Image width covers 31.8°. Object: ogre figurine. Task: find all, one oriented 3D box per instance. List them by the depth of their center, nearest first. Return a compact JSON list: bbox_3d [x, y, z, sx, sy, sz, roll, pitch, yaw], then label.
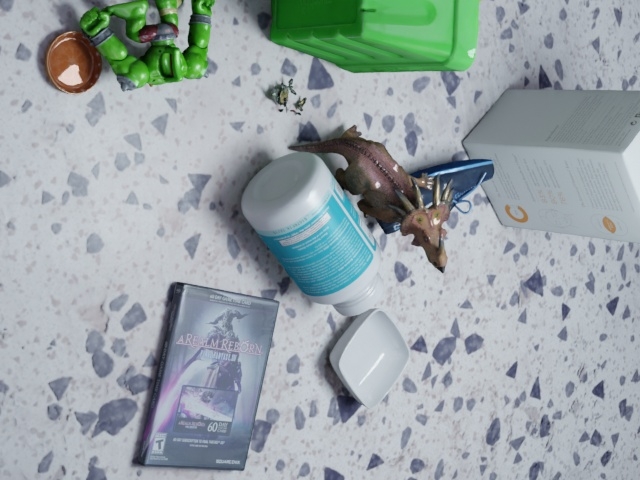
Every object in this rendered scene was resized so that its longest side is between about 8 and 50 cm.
[{"bbox_3d":[-0.226,-0.270,1.538,0.197,0.096,0.118,-20,100,-54],"label":"ogre figurine"}]

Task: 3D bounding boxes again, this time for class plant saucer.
[{"bbox_3d":[-0.331,-0.237,1.501,0.083,0.013,0.084,-9,103,-42],"label":"plant saucer"}]

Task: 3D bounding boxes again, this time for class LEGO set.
[{"bbox_3d":[-0.055,-0.222,1.757,0.054,0.023,0.083,-58,142,-16],"label":"LEGO set"}]

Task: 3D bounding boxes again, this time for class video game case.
[{"bbox_3d":[-0.167,0.212,1.718,0.196,0.026,0.274,14,88,-43],"label":"video game case"}]

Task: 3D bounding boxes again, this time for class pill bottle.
[{"bbox_3d":[0.000,0.000,1.754,0.146,0.146,0.264,-52,127,-24],"label":"pill bottle"}]

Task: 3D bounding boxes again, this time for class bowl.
[{"bbox_3d":[0.078,0.197,1.921,0.142,0.053,0.142,-50,126,-24],"label":"bowl"}]

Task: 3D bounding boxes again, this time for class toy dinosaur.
[{"bbox_3d":[0.101,-0.092,1.763,0.295,0.200,0.127,37,90,-11],"label":"toy dinosaur"}]

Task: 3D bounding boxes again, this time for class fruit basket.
[{"bbox_3d":[0.148,-0.392,1.678,0.392,0.392,0.283,-5,100,-42],"label":"fruit basket"}]

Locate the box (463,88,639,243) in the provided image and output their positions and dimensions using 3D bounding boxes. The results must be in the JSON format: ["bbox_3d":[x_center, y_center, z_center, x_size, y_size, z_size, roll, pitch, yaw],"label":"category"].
[{"bbox_3d":[0.467,-0.139,2.024,0.168,0.345,0.215,-49,126,-26],"label":"box"}]

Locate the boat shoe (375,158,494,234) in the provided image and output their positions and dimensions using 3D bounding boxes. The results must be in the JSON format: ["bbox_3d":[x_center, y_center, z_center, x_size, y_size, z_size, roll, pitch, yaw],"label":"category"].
[{"bbox_3d":[0.194,-0.078,1.962,0.258,0.109,0.089,-19,102,-23],"label":"boat shoe"}]
